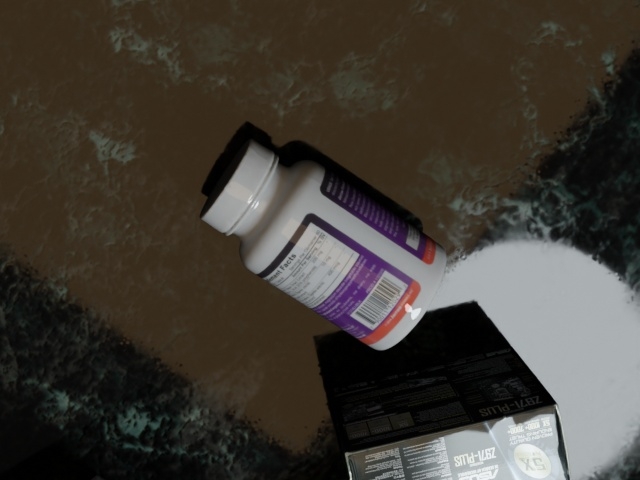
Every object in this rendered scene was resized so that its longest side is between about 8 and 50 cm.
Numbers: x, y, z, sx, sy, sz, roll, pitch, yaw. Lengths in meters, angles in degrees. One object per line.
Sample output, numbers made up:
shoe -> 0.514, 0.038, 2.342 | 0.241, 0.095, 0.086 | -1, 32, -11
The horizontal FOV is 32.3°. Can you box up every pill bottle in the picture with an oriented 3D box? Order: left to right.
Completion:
pill bottle -> 0.000, 0.000, 0.931 | 0.193, 0.108, 0.108 | 33, 98, -12

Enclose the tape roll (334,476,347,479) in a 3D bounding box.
tape roll -> 0.048, 0.334, 1.035 | 0.219, 0.072, 0.219 | -1, 103, -6

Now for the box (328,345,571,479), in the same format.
box -> 0.106, 0.169, 0.962 | 0.180, 0.147, 0.078 | -13, 104, -3

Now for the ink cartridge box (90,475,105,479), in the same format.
ink cartridge box -> -0.241, 0.449, 0.928 | 0.395, 0.166, 0.285 | -40, 109, -12
